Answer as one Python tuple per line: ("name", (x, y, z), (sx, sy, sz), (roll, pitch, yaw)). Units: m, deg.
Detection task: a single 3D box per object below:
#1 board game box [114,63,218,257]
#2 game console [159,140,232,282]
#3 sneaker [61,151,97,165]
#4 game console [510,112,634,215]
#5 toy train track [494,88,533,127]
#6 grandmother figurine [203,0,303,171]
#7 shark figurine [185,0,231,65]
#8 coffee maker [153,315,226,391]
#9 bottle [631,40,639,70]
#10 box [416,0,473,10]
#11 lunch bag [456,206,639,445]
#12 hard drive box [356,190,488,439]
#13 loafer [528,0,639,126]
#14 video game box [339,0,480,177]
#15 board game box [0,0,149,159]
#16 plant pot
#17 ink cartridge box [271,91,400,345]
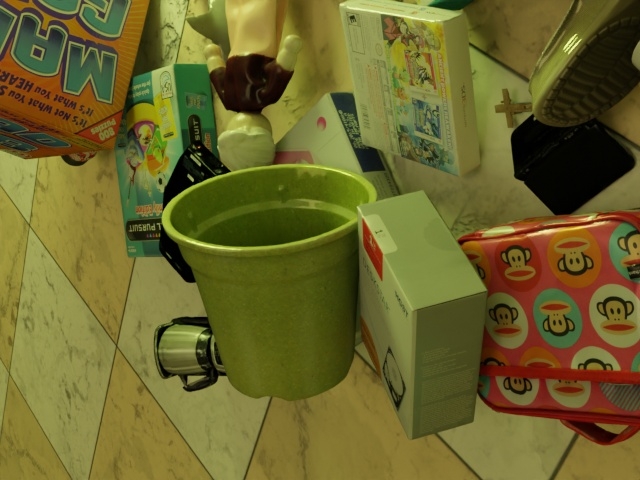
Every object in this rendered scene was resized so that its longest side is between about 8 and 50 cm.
("board game box", (-0.287, -0.139, 1.678), (0.254, 0.079, 0.335), (-2, 95, 51))
("game console", (-0.152, 0.013, 1.461), (0.361, 0.044, 0.213), (45, 127, 35))
("sneaker", (-0.508, -0.305, 1.915), (0.145, 0.090, 0.269), (-26, 74, 42))
("game console", (0.285, -0.106, 1.040), (0.122, 0.071, 0.107), (-44, 33, 45))
("toy train track", (0.238, -0.159, 1.078), (0.083, 0.014, 0.048), (13, 116, 64))
("grandmother figurine", (-0.098, -0.269, 1.362), (0.208, 0.104, 0.342), (4, 89, 56))
("shark figurine", (-0.186, -0.372, 1.488), (0.166, 0.116, 0.278), (-40, 68, 45))
("coffee maker", (-0.168, 0.172, 1.556), (0.178, 0.171, 0.120), (-4, 117, 30))
("bottle", (0.405, -0.098, 0.832), (0.282, 0.092, 0.118), (55, 133, 29))
("box", (0.171, -0.337, 1.021), (0.244, 0.060, 0.100), (176, 86, -76))
("lunch bag", (0.285, 0.099, 1.005), (0.293, 0.120, 0.258), (-9, 94, 53))
("hard drive box", (0.114, 0.089, 1.073), (0.181, 0.089, 0.232), (-115, 16, -46))
("loafer", (0.302, -0.238, 0.931), (0.268, 0.102, 0.092), (-57, 35, 23))
("video game box", (0.114, -0.199, 1.154), (0.187, 0.048, 0.205), (28, 139, 47))
("board game box", (-0.581, -0.380, 1.672), (0.356, 0.356, 0.356), (1, 76, 46))
("plant pot", (-0.055, 0.064, 1.213), (0.276, 0.276, 0.253), (24, 128, 46))
("ink cartridge box", (0.000, 0.000, 1.366), (0.330, 0.072, 0.324), (-40, 67, 45))
